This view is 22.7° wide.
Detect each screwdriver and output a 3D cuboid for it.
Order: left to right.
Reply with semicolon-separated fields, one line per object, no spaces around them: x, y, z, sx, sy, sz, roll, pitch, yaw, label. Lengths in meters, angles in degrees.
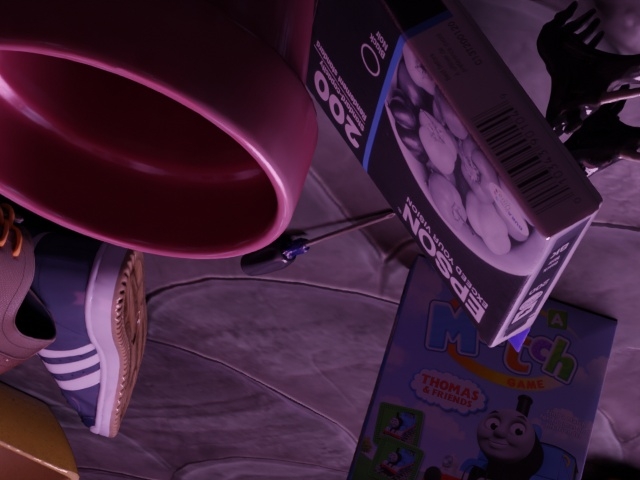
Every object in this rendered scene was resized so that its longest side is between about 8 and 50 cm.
0.000;0.000;1.196;0.170;0.024;0.025;-18;166;42;screwdriver

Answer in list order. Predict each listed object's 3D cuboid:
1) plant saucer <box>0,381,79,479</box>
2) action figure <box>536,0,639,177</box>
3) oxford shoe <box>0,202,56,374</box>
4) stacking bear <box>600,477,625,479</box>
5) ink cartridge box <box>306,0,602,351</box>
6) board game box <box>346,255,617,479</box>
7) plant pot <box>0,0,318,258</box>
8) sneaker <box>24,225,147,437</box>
-0.460;0.193;1.804;0.332;0.081;0.333;30;152;-21;plant saucer
0.244;-0.060;0.780;0.275;0.141;0.164;17;156;35;action figure
-0.283;-0.016;1.148;0.132;0.130;0.364;-14;148;-3;oxford shoe
0.221;0.305;1.500;0.175;0.164;0.289;28;148;-19;stacking bear
0.062;-0.047;0.890;0.206;0.045;0.208;57;163;19;ink cartridge box
0.114;0.132;1.151;0.160;0.212;0.039;18;153;0;board game box
-0.086;-0.115;0.834;0.201;0.180;0.201;14;154;7;plant pot
-0.236;0.075;1.397;0.153;0.099;0.282;13;147;1;sneaker
